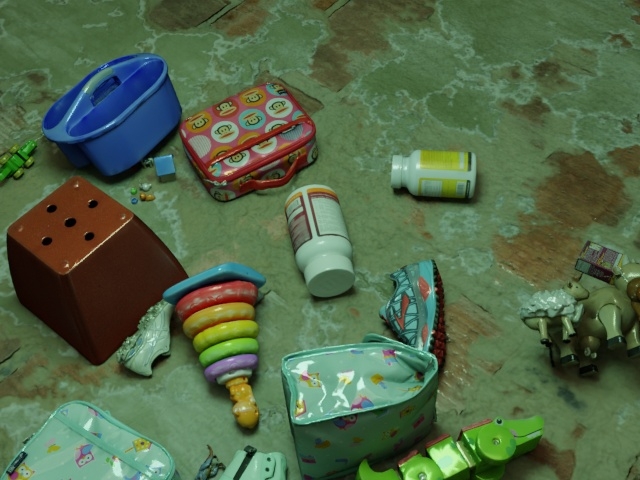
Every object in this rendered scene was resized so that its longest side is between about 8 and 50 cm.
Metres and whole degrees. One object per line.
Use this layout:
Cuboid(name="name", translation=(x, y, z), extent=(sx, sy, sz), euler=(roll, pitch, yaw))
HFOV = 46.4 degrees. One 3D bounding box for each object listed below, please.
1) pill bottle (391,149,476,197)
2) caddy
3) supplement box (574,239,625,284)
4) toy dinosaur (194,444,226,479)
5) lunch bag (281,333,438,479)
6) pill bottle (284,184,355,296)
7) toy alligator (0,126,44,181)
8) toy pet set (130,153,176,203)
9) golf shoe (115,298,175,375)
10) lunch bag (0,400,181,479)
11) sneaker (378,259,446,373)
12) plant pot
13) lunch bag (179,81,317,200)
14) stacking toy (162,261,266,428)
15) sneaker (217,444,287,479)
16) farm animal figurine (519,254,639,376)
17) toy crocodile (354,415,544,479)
Cuboid(name="pill bottle", translation=(0.251, -0.149, 1.663), extent=(0.184, 0.103, 0.103), euler=(4, 53, 7))
Cuboid(name="caddy", translation=(-0.494, -0.315, 1.769), extent=(0.241, 0.179, 0.341), euler=(17, 54, 32))
Cuboid(name="supplement box", translation=(0.573, 0.045, 1.530), extent=(0.083, 0.043, 0.055), euler=(26, 59, 21))
Cuboid(name="toy dinosaur", translation=(-0.206, 0.421, 1.321), extent=(0.082, 0.047, 0.090), euler=(-38, 26, -12))
Cuboid(name="lunch bag", translation=(0.075, 0.281, 1.275), extent=(0.262, 0.223, 0.160), euler=(-12, 47, -6))
Cuboid(name="pill bottle", translation=(0.000, 0.000, 1.558), extent=(0.121, 0.121, 0.221), euler=(-11, 54, -4))
Cuboid(name="toy alligator", translation=(-0.727, -0.209, 1.817), extent=(0.051, 0.056, 0.190), euler=(-14, 38, 48))
Cuboid(name="toy pet set", translation=(-0.396, -0.160, 1.744), extent=(0.114, 0.065, 0.122), euler=(-12, 53, -4))
Cuboid(name="golf shoe", translation=(-0.325, 0.187, 1.483), extent=(0.086, 0.069, 0.176), euler=(41, 63, -16))
Cuboid(name="lunch bag", translation=(-0.394, 0.410, 1.286), extent=(0.279, 0.108, 0.224), euler=(23, 58, 20))
Cuboid(name="sneaker", translation=(0.178, 0.161, 1.457), extent=(0.125, 0.104, 0.262), euler=(-10, 47, 19))
Cuboid(name="plant pot", translation=(-0.466, 0.034, 1.497), extent=(0.267, 0.236, 0.267), euler=(31, 61, 25))
Cuboid(name="lunch bag", translation=(-0.159, -0.220, 1.746), extent=(0.293, 0.120, 0.258), euler=(-28, 60, -14))
Cuboid(name="stacking toy", translation=(-0.172, 0.209, 1.414), extent=(0.165, 0.175, 0.302), euler=(-25, 69, 20))
Cuboid(name="sneaker", translation=(-0.058, 0.435, 1.251), extent=(0.255, 0.094, 0.151), euler=(17, 54, 15))
Cuboid(name="farm animal figurine", translation=(0.561, 0.130, 1.364), extent=(0.326, 0.330, 0.172), euler=(-20, 51, 25))
Cuboid(name="toy crocodile", translation=(0.223, 0.372, 1.264), extent=(0.340, 0.115, 0.105), euler=(-20, 54, -11))
